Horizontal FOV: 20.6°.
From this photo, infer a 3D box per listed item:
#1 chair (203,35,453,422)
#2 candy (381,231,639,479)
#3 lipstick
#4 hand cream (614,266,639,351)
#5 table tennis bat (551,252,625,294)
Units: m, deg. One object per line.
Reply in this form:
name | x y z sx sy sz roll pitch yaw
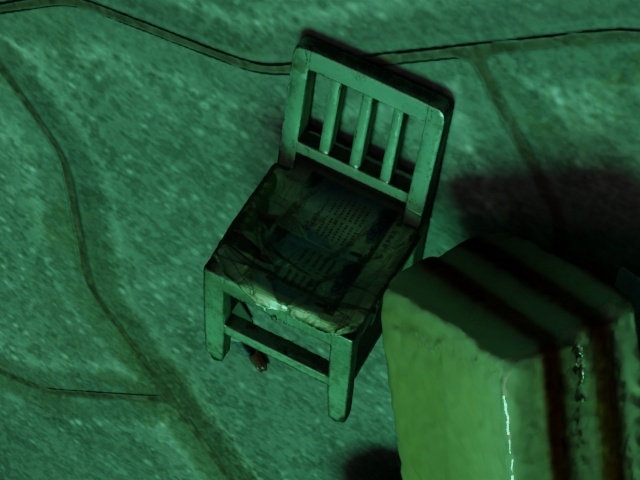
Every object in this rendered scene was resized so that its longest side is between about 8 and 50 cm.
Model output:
chair | 0.000 0.000 1.365 0.136 0.147 0.270 26 147 13
candy | 0.152 0.165 1.351 0.179 0.135 0.321 34 143 50
lipstick | -0.073 0.089 1.641 0.025 0.025 0.107 7 142 34
hand cream | 0.334 0.108 1.301 0.271 0.058 0.091 26 139 19
table tennis bat | 0.215 0.070 1.387 0.095 0.014 0.158 -7 126 42
